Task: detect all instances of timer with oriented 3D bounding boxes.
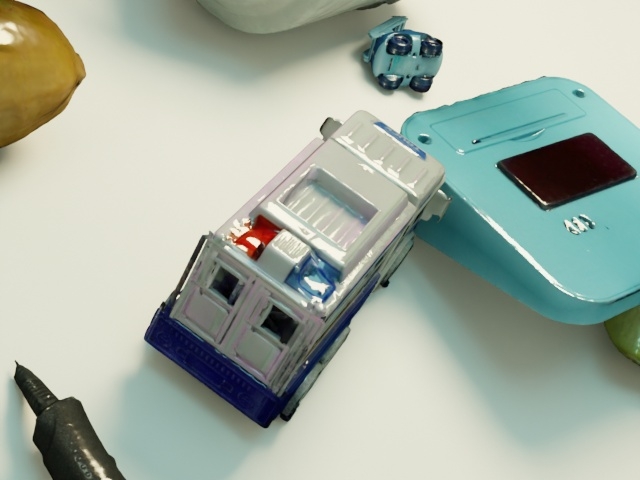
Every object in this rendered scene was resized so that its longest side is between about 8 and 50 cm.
[{"bbox_3d":[0.207,-0.026,1.068,0.232,0.091,0.250,-18,47,-33],"label":"timer"}]

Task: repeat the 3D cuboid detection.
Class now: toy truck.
[{"bbox_3d":[0.079,-0.192,1.239,0.073,0.056,0.090,1,37,-21],"label":"toy truck"},{"bbox_3d":[0.000,0.000,0.929,0.124,0.155,0.268,36,42,5],"label":"toy truck"}]

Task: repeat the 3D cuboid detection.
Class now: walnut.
[{"bbox_3d":[-0.292,-0.125,0.905,0.245,0.137,0.137,-1,51,-31],"label":"walnut"}]

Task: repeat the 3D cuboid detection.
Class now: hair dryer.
[{"bbox_3d":[-0.102,0.153,0.789,0.271,0.091,0.235,46,35,21],"label":"hair dryer"}]

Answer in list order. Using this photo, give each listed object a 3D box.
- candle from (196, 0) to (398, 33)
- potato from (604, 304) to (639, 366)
[{"bbox_3d":[-0.014,-0.309,1.163,0.221,0.221,0.342,44,41,14],"label":"candle"},{"bbox_3d":[0.318,0.086,1.111,0.149,0.081,0.120,33,67,-17],"label":"potato"}]
